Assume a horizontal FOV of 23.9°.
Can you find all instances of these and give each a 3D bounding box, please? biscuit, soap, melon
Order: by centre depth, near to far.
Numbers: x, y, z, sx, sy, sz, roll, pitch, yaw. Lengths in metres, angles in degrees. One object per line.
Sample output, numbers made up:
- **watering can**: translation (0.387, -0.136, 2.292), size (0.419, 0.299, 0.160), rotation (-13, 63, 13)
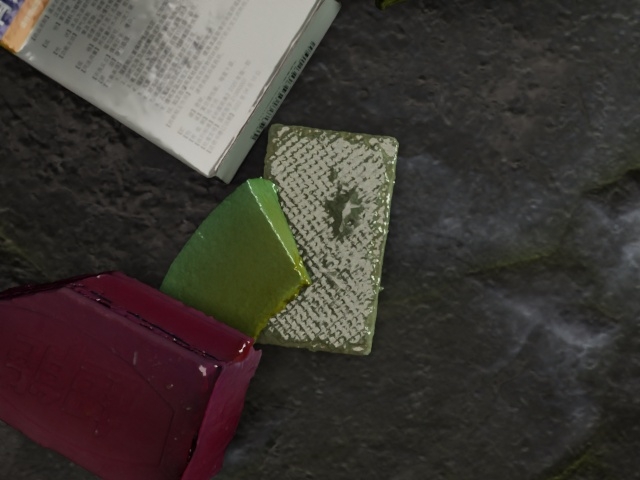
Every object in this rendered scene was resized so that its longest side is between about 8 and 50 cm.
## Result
- **soap**: translation (-0.191, 0.113, 1.317), size (0.250, 0.099, 0.162), rotation (24, 115, 20)
- **melon**: translation (-0.091, 0.067, 1.346), size (0.114, 0.053, 0.262), rotation (35, 110, 7)
- **biscuit**: translation (0.000, 0.000, 1.353), size (0.121, 0.040, 0.199), rotation (7, 92, 5)

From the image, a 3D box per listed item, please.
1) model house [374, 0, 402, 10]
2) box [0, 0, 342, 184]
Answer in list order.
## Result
- **model house**: translation (0.152, -0.302, 1.269), size (0.234, 0.175, 0.193), rotation (-1, 89, 9)
- **box**: translation (-0.158, -0.211, 1.337), size (0.299, 0.106, 0.200), rotation (33, 93, 6)
